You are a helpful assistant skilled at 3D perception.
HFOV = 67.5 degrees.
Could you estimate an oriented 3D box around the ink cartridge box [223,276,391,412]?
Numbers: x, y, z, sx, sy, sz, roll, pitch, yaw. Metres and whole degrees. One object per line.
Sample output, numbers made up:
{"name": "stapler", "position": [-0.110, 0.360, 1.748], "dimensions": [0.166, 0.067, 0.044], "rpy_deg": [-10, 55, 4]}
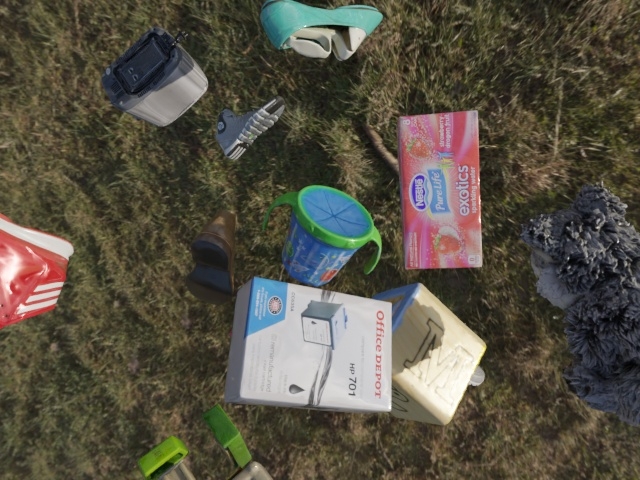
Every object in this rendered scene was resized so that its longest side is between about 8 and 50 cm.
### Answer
{"name": "ink cartridge box", "position": [-0.011, 0.134, 0.593], "dimensions": [0.190, 0.082, 0.140], "rpy_deg": [12, 66, -20]}

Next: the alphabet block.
{"name": "alphabet block", "position": [0.177, 0.229, 0.974], "dimensions": [0.197, 0.192, 0.193], "rpy_deg": [42, 65, -8]}

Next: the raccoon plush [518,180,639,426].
{"name": "raccoon plush", "position": [0.479, 0.070, 0.617], "dimensions": [0.446, 0.216, 0.299], "rpy_deg": [-6, 110, 58]}

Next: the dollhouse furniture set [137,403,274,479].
{"name": "dollhouse furniture set", "position": [-0.191, 0.514, 0.935], "dimensions": [0.301, 0.197, 0.151], "rpy_deg": [41, 151, 31]}

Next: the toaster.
{"name": "toaster", "position": [-0.357, -0.362, 1.071], "dimensions": [0.227, 0.146, 0.129], "rpy_deg": [-40, 72, 8]}

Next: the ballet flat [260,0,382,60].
{"name": "ballet flat", "position": [0.012, -0.350, 0.817], "dimensions": [0.083, 0.247, 0.087], "rpy_deg": [-17, 87, 56]}

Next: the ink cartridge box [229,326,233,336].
{"name": "ink cartridge box", "position": [-0.138, 0.207, 1.167], "dimensions": [0.135, 0.099, 0.056], "rpy_deg": [-11, 120, 24]}

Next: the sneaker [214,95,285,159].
{"name": "sneaker", "position": [-0.215, -0.350, 1.345], "dimensions": [0.228, 0.086, 0.132], "rpy_deg": [-43, 73, 9]}

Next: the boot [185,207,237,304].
{"name": "boot", "position": [-0.230, 0.047, 1.073], "dimensions": [0.112, 0.115, 0.305], "rpy_deg": [20, 143, -5]}

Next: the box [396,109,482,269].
{"name": "box", "position": [0.236, -0.099, 0.974], "dimensions": [0.154, 0.142, 0.300], "rpy_deg": [-2, 95, 9]}

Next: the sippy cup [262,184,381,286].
{"name": "sippy cup", "position": [0.000, 0.000, 1.361], "dimensions": [0.305, 0.240, 0.224], "rpy_deg": [44, 127, 21]}

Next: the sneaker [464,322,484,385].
{"name": "sneaker", "position": [0.358, 0.275, 1.277], "dimensions": [0.115, 0.105, 0.281], "rpy_deg": [-43, 104, 8]}

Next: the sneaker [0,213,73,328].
{"name": "sneaker", "position": [-0.405, 0.035, 0.561], "dimensions": [0.087, 0.221, 0.128], "rpy_deg": [-19, 63, 33]}
